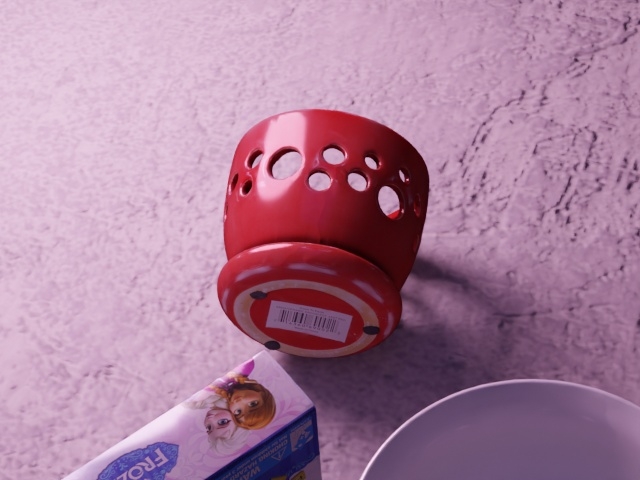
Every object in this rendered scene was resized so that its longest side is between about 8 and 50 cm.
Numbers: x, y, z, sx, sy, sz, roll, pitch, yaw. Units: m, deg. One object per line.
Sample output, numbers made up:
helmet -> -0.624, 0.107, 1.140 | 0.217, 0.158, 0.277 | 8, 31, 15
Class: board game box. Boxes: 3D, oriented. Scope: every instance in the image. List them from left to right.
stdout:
board game box -> -0.137, 0.267, 0.970 | 0.319, 0.318, 0.066 | -32, 56, -20

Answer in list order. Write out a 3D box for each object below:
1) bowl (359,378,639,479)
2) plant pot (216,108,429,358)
bowl -> 0.168, 0.265, 1.070 | 0.298, 0.134, 0.297 | -2, 51, 2
plant pot -> 0.000, 0.000, 1.265 | 0.191, 0.191, 0.174 | 4, 54, 7
